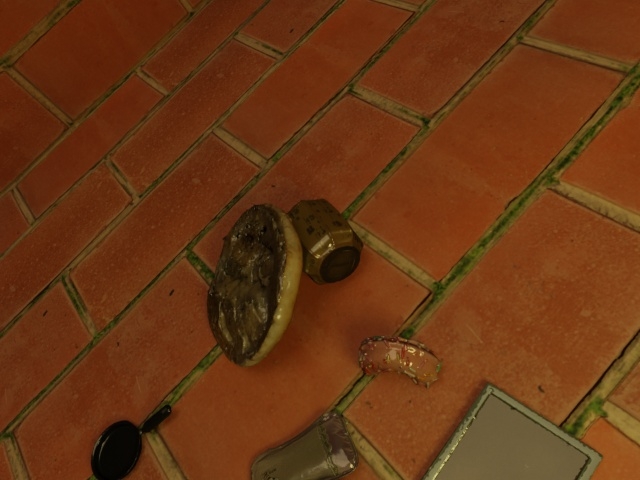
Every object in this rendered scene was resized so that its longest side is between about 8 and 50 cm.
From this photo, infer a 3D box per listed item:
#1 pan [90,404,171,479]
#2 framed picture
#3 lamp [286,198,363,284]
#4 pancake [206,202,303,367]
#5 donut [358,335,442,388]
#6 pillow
[{"bbox_3d":[-0.425,0.454,1.213,0.235,0.028,0.136,-38,50,5],"label":"pan"},{"bbox_3d":[0.294,0.402,0.877,0.217,0.017,0.274,32,78,39],"label":"framed picture"},{"bbox_3d":[0.000,0.000,1.209,0.161,0.161,0.185,-39,45,-1],"label":"lamp"},{"bbox_3d":[-0.154,0.096,1.198,0.386,0.082,0.387,-28,54,48],"label":"pancake"},{"bbox_3d":[0.141,0.226,1.011,0.165,0.117,0.065,-3,54,27],"label":"donut"},{"bbox_3d":[-0.037,0.429,1.020,0.232,0.038,0.131,-32,47,8],"label":"pillow"}]
